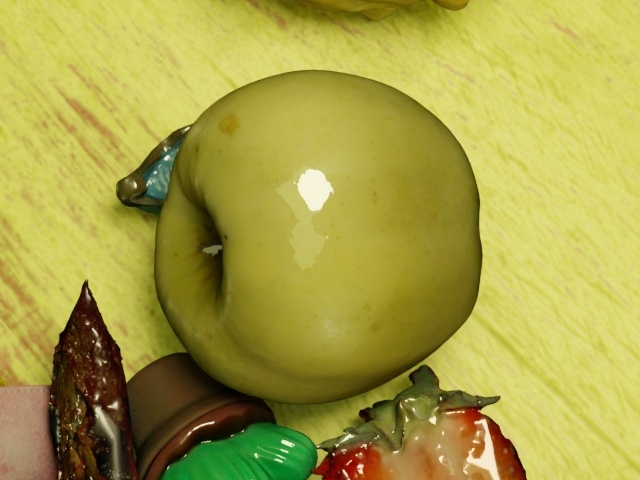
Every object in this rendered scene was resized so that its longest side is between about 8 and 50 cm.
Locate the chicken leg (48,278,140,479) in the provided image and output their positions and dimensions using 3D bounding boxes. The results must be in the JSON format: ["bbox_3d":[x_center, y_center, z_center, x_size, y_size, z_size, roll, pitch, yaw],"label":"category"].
[{"bbox_3d":[-0.173,0.154,1.143,0.063,0.105,0.233,2,69,-27],"label":"chicken leg"}]

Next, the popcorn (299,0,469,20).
[{"bbox_3d":[0.010,-0.309,1.225,0.316,0.297,0.281,48,57,-23],"label":"popcorn"}]

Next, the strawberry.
[{"bbox_3d":[0.099,0.226,1.185,0.174,0.098,0.228,-33,87,-23],"label":"strawberry"}]

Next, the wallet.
[{"bbox_3d":[-0.242,0.228,1.155,0.119,0.025,0.232,1,80,-36],"label":"wallet"}]

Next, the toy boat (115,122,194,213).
[{"bbox_3d":[-0.085,-0.070,1.263,0.185,0.077,0.075,-22,78,-10],"label":"toy boat"}]

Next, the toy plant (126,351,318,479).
[{"bbox_3d":[-0.075,0.180,1.175,0.143,0.105,0.200,-26,65,-24],"label":"toy plant"}]

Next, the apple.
[{"bbox_3d":[0.000,0.000,1.152,0.262,0.262,0.262,1,74,-4],"label":"apple"}]

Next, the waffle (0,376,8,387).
[{"bbox_3d":[-0.352,0.189,1.184,0.291,0.051,0.291,1,74,-4],"label":"waffle"}]
